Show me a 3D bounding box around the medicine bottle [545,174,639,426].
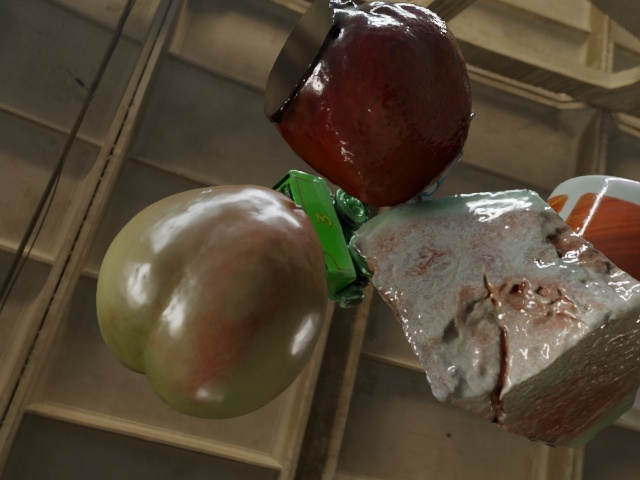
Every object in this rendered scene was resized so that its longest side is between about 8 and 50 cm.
[{"bbox_3d":[0.371,0.076,0.721,0.252,0.252,0.240,35,-97,-19],"label":"medicine bottle"}]

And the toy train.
[{"bbox_3d":[0.000,0.000,0.973,0.188,0.132,0.243,9,-126,-43],"label":"toy train"}]

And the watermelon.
[{"bbox_3d":[0.169,0.083,0.530,0.193,0.232,0.310,-28,-99,-3],"label":"watermelon"}]

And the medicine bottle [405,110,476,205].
[{"bbox_3d":[0.171,-0.161,0.936,0.119,0.094,0.188,26,-67,-25],"label":"medicine bottle"}]

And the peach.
[{"bbox_3d":[-0.126,0.062,0.686,0.247,0.292,0.292,29,-115,-51],"label":"peach"}]

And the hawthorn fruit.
[{"bbox_3d":[0.056,-0.117,0.551,0.189,0.190,0.251,-49,-56,-27],"label":"hawthorn fruit"}]
